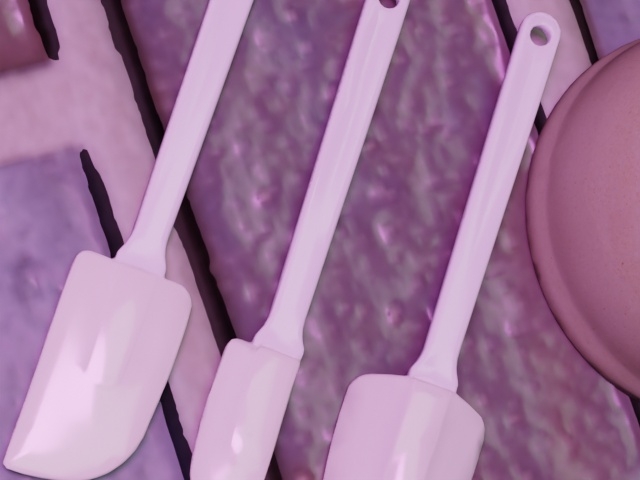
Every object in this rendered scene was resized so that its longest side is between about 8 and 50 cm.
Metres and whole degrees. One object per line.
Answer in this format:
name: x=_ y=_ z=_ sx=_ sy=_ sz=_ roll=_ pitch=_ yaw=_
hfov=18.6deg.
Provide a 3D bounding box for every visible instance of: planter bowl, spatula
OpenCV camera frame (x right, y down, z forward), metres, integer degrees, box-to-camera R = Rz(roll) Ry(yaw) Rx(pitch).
planter bowl: x=0.173 y=-0.017 z=0.740 sx=0.162 sy=0.109 sz=0.162 roll=4 pitch=77 yaw=-16
spatula: x=0.000 y=0.000 z=0.736 sx=0.168 sy=0.019 sz=0.242 roll=20 pitch=73 yaw=-6
